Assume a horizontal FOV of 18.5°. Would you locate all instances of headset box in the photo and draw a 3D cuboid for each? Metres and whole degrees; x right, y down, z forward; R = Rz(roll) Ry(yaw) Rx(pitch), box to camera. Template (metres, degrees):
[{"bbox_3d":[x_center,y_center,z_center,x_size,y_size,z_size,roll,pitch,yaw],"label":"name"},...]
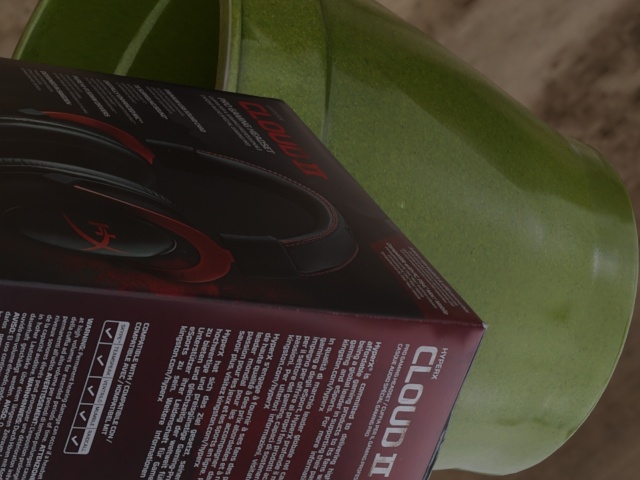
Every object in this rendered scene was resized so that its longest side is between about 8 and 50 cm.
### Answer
[{"bbox_3d":[-0.088,0.016,0.841,0.293,0.218,0.110,7,116,-30],"label":"headset box"}]

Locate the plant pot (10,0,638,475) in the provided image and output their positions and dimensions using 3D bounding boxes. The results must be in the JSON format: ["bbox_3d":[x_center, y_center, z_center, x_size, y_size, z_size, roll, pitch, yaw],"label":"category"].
[{"bbox_3d":[0.000,0.000,1.262,0.353,0.366,0.366,16,134,-28],"label":"plant pot"}]
